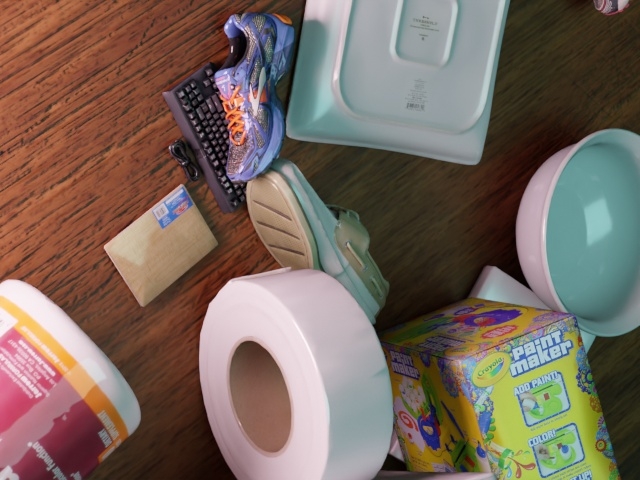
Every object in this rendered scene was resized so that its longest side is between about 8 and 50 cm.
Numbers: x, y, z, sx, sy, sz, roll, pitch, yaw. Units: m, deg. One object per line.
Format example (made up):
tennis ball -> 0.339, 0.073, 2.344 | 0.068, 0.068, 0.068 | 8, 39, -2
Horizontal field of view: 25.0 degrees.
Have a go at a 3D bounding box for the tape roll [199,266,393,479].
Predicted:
tape roll -> -0.036, 0.178, 1.755 | 0.100, 0.286, 0.286 | -12, 108, -33

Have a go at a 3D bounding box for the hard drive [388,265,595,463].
hard drive -> 0.248, 0.219, 2.091 | 0.203, 0.040, 0.307 | 33, 80, -19

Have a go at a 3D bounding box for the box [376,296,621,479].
box -> 0.228, 0.241, 1.909 | 0.177, 0.290, 0.279 | -20, 100, -19

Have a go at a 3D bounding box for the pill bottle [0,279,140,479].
pill bottle -> -0.402, 0.247, 1.537 | 0.392, 0.224, 0.224 | -44, 123, -20

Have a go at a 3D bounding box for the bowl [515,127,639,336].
bowl -> 0.379, -0.014, 2.094 | 0.298, 0.134, 0.298 | -3, 94, -39

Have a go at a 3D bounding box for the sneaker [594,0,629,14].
sneaker -> 0.347, -0.438, 2.008 | 0.112, 0.121, 0.299 | -32, 122, 5

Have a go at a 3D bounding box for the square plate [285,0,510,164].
square plate -> 0.128, -0.283, 1.912 | 0.347, 0.049, 0.344 | 5, 97, -37

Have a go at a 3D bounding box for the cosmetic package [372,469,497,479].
cosmetic package -> 0.046, 0.509, 1.742 | 0.327, 0.329, 0.394 | -13, 88, -27

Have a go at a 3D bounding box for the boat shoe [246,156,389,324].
boat shoe -> 0.000, 0.000, 1.854 | 0.103, 0.113, 0.302 | -43, 133, -22

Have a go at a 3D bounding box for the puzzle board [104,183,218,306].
puzzle board -> -0.195, 0.006, 1.767 | 0.128, 0.011, 0.096 | -41, 121, -22

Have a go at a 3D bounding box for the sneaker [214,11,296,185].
sneaker -> -0.093, -0.175, 1.747 | 0.087, 0.083, 0.221 | 14, 75, -35

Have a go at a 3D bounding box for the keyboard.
keyboard -> -0.134, -0.118, 1.774 | 0.108, 0.023, 0.180 | -38, 120, -23
